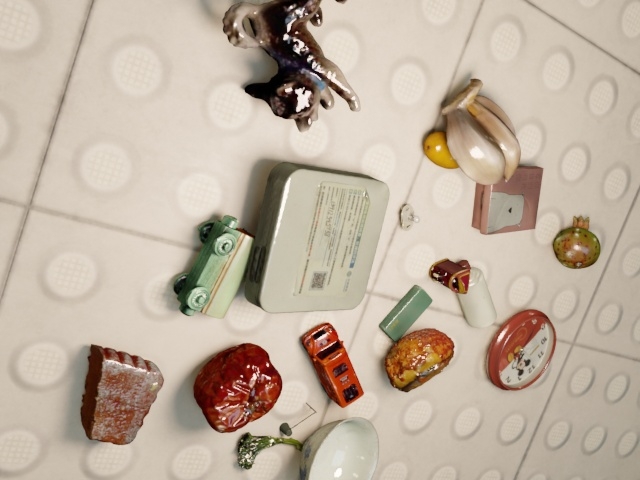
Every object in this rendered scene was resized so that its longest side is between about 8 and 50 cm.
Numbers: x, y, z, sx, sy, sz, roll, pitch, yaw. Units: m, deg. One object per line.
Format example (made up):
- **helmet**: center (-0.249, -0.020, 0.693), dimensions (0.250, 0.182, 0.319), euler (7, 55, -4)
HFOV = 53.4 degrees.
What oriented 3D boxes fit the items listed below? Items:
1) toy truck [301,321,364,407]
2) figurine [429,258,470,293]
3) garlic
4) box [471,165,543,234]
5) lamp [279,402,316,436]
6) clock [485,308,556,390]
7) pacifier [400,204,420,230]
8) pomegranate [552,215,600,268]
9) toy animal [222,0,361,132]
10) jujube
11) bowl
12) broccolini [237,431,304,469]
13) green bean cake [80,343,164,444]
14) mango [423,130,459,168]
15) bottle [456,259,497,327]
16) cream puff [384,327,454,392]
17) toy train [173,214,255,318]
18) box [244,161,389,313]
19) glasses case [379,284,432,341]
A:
- **toy truck**: center (0.041, 0.375, 1.915), dimensions (0.108, 0.114, 0.252), euler (-30, 118, -15)
- **figurine**: center (0.403, 0.117, 1.998), dimensions (0.098, 0.154, 0.082), euler (-1, 107, -24)
- **garlic**: center (0.478, -0.298, 1.862), dimensions (0.279, 0.132, 0.325), euler (-42, 99, -36)
- **box**: center (0.602, -0.137, 2.060), dimensions (0.215, 0.086, 0.215), euler (-7, 109, -26)
- **lamp**: center (-0.068, 0.554, 1.950), dimensions (0.121, 0.054, 0.041), euler (-43, 120, -9)
- **clock**: center (0.719, 0.394, 2.294), dimensions (0.319, 0.080, 0.318), euler (-11, 113, -29)
- **pacifier**: center (0.277, -0.068, 1.927), dimensions (0.068, 0.064, 0.083), euler (-24, 117, -38)
- **pomegranate**: center (0.903, 0.007, 2.236), dimensions (0.159, 0.159, 0.205), euler (36, 61, -31)
- **toy animal**: center (-0.080, -0.433, 1.559), dimensions (0.303, 0.194, 0.344), euler (-20, 111, -27)
- **jujube**: center (-0.224, 0.403, 1.746), dimensions (0.232, 0.213, 0.212), euler (-32, 118, -10)
- **bowl**: center (0.028, 0.675, 1.971), dimensions (0.313, 0.146, 0.313), euler (-14, 109, -43)
- **broccolini**: center (-0.143, 0.660, 1.952), dimensions (0.272, 0.062, 0.123), euler (21, 106, -34)
- **green bean cake**: center (-0.532, 0.399, 1.637), dimensions (0.199, 0.097, 0.232), euler (23, 95, -32)
- **mango**: center (0.381, -0.267, 1.908), dimensions (0.184, 0.085, 0.102), euler (13, 99, -41)
- **bottle**: center (0.501, 0.169, 2.094), dimensions (0.104, 0.104, 0.245), euler (-32, 118, -15)
- **cream puff**: center (0.305, 0.370, 2.005), dimensions (0.240, 0.240, 0.164), euler (-32, 87, -15)
- **toy train**: center (-0.263, 0.078, 1.674), dimensions (0.177, 0.116, 0.285), euler (24, 93, -43)
- **box**: center (-0.001, 0.001, 1.747), dimensions (0.397, 0.111, 0.395), euler (4, 105, -42)
- **glasses case**: center (0.273, 0.232, 2.033), dimensions (0.184, 0.039, 0.078), euler (-47, 121, -7)
